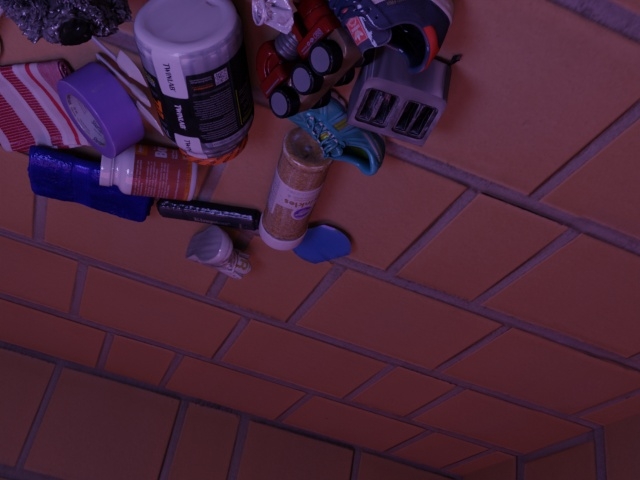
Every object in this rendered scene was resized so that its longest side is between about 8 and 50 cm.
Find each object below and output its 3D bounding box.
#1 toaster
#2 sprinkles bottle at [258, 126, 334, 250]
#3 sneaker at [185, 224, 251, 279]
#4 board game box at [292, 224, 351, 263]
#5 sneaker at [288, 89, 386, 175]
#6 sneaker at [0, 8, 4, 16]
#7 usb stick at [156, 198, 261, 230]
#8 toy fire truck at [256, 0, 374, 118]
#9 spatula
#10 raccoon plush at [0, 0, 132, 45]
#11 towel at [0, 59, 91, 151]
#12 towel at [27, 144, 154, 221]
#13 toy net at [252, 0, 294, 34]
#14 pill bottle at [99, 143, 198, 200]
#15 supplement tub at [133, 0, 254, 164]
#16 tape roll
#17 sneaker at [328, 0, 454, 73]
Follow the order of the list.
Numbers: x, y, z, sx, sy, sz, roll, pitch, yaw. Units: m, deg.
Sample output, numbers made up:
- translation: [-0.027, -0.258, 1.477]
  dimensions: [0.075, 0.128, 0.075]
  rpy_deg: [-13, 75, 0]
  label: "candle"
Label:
- translation: [0.153, -0.281, 1.314]
  dimensions: [0.167, 0.110, 0.186]
  rpy_deg: [15, 147, -8]
  label: "toaster"
- translation: [-0.063, -0.113, 1.621]
  dimensions: [0.121, 0.121, 0.355]
  rpy_deg: [15, 146, -5]
  label: "sprinkles bottle"
- translation: [-0.252, 0.038, 1.886]
  dimensions: [0.169, 0.108, 0.292]
  rpy_deg: [23, 170, -23]
  label: "sneaker"
- translation: [0.000, 0.000, 1.856]
  dimensions: [0.168, 0.033, 0.133]
  rpy_deg: [-16, 133, 28]
  label: "board game box"
- translation: [0.024, -0.230, 1.429]
  dimensions: [0.275, 0.110, 0.107]
  rpy_deg: [27, 144, -21]
  label: "sneaker"
- translation: [-0.719, -0.412, 1.357]
  dimensions: [0.305, 0.114, 0.152]
  rpy_deg: [-32, 169, 12]
  label: "sneaker"
- translation: [-0.296, -0.071, 1.824]
  dimensions: [0.277, 0.045, 0.077]
  rpy_deg: [9, 149, 3]
  label: "usb stick"
- translation: [-0.061, -0.372, 1.241]
  dimensions: [0.217, 0.158, 0.246]
  rpy_deg: [-36, 82, 49]
  label: "toy fire truck"
- translation: [-0.394, -0.328, 1.367]
  dimensions: [0.242, 0.019, 0.168]
  rpy_deg: [43, 162, 32]
  label: "spatula"
- translation: [-0.491, -0.504, 1.106]
  dimensions: [0.446, 0.216, 0.299]
  rpy_deg: [9, 139, 4]
  label: "raccoon plush"
- translation: [-0.667, -0.300, 1.580]
  dimensions: [0.328, 0.037, 0.237]
  rpy_deg: [0, 141, 21]
  label: "towel"
- translation: [-0.576, -0.134, 1.737]
  dimensions: [0.308, 0.076, 0.227]
  rpy_deg: [13, 161, -12]
  label: "towel"
- translation: [-0.139, -0.429, 1.145]
  dimensions: [0.122, 0.045, 0.232]
  rpy_deg: [-36, 92, 41]
  label: "toy net"
- translation: [-0.402, -0.162, 1.609]
  dimensions: [0.216, 0.121, 0.121]
  rpy_deg: [6, 149, -18]
  label: "pill bottle"
- translation: [-0.231, -0.302, 1.321]
  dimensions: [0.193, 0.194, 0.316]
  rpy_deg: [7, 146, 7]
  label: "supplement tub"
- translation: [-0.460, -0.271, 1.440]
  dimensions: [0.189, 0.080, 0.189]
  rpy_deg: [38, 155, 22]
  label: "tape roll"
- translation: [0.059, -0.389, 1.109]
  dimensions: [0.349, 0.148, 0.131]
  rpy_deg: [23, 167, -19]
  label: "sneaker"
